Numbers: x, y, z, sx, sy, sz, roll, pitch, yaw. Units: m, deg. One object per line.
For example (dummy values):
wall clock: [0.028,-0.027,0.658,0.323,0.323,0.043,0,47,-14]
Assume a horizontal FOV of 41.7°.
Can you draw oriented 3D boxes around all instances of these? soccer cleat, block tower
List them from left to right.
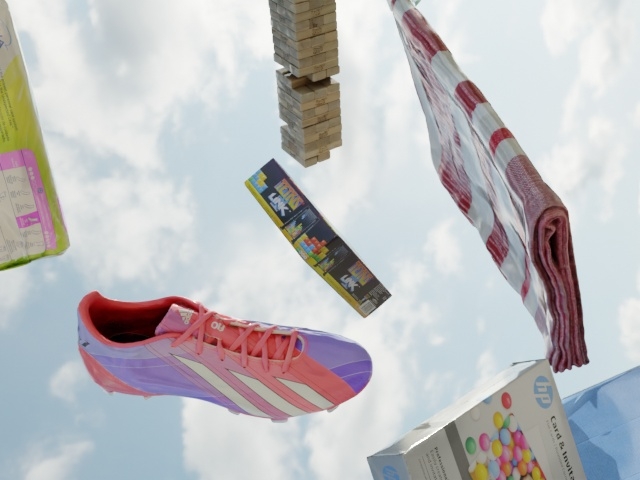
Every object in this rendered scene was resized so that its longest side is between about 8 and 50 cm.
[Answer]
soccer cleat: [-0.081,0.090,0.692,0.083,0.248,0.095,-77,-13,-47]
block tower: [-0.025,-0.307,1.528,0.091,0.097,0.335,-24,-47,-26]

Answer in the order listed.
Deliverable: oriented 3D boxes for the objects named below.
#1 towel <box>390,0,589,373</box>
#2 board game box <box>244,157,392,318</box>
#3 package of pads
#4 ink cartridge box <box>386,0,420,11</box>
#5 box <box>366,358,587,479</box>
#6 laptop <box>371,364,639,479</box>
towel: [0.150,-0.059,0.787,0.237,0.037,0.329,64,-178,-47]
board game box: [0.000,0.000,0.959,0.048,0.141,0.170,-40,-35,3]
package of pads: [-0.367,-0.136,0.929,0.101,0.229,0.296,-16,-62,-18]
ink cartridge box: [0.123,-0.427,1.302,0.209,0.062,0.109,-144,31,-86]
box: [0.126,0.184,0.603,0.186,0.038,0.145,-18,-90,-45]
laptop: [0.209,0.167,0.592,0.408,0.382,0.236,69,177,-60]
